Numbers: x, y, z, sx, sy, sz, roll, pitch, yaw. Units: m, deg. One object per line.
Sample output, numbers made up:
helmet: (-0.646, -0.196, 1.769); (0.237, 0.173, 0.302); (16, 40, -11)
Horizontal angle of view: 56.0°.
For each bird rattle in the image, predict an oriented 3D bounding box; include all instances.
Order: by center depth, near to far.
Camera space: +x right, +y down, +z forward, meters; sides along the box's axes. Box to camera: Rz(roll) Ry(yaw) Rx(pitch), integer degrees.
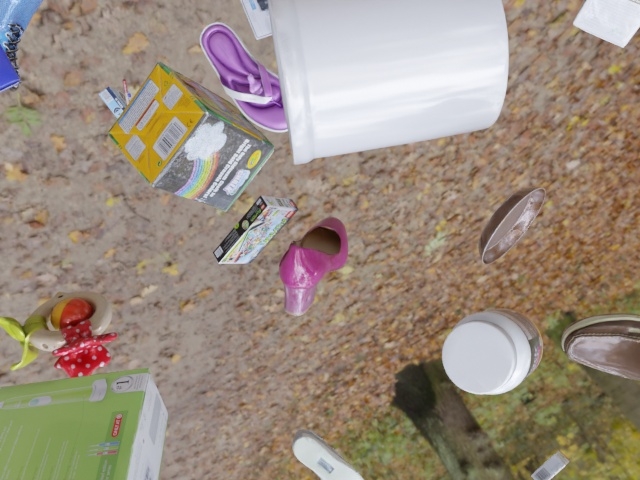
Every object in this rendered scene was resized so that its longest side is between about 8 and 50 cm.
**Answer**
bird rattle: (-0.500, 0.164, 1.180); (0.253, 0.207, 0.143); (-4, 122, 19)

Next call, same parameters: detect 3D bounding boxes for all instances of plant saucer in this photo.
plant saucer: (0.335, -0.030, 1.073); (0.168, 0.029, 0.168); (-36, 151, -24)

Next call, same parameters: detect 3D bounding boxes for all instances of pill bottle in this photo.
pill bottle: (0.345, 0.220, 1.206); (0.162, 0.162, 0.278); (-41, 160, 20)

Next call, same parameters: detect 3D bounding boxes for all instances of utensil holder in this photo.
utensil holder: (0.113, -0.331, 1.135); (0.385, 0.328, 0.328); (-8, 149, -3)

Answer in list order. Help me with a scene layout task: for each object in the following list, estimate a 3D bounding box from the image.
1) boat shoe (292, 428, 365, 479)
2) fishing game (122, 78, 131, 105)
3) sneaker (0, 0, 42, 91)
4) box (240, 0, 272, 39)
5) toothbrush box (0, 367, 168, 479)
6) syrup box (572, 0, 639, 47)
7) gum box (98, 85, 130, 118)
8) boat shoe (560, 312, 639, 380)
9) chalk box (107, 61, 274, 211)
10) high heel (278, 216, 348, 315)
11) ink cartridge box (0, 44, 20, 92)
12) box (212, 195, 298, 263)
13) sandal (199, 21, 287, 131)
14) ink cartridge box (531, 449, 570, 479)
boat shoe: (0.026, 0.519, 1.393); (0.079, 0.227, 0.081); (-44, -174, 3)
fishing game: (-0.420, -0.249, 1.457); (0.041, 0.264, 0.189); (-28, 163, -21)
sneaker: (-0.673, -0.391, 1.266); (0.330, 0.147, 0.130); (-52, 178, 9)
box: (-0.067, -0.676, 1.627); (0.289, 0.087, 0.169); (-12, 124, 14)
toothbrush box: (-0.374, 0.307, 0.834); (0.283, 0.206, 0.122); (-7, 127, -1)
syrup box: (0.478, -0.416, 0.885); (0.093, 0.096, 0.237); (-58, 172, -26)
gum box: (-0.570, -0.375, 1.790); (0.041, 0.157, 0.184); (-36, -169, 3)
boat shoe: (0.486, 0.169, 0.865); (0.257, 0.095, 0.095); (3, 118, 11)
chalk box: (-0.233, -0.191, 1.212); (0.180, 0.179, 0.289); (-49, 153, 11)
high heel: (0.000, 0.000, 1.425); (0.127, 0.377, 0.181); (11, 125, 7)
ink cartridge box: (-0.553, -0.259, 0.697); (0.269, 0.151, 0.396); (-10, 119, 20)
box: (-0.157, -0.023, 1.449); (0.114, 0.036, 0.207); (2, 138, -52)
sandal: (-0.232, -0.498, 1.871); (0.169, 0.416, 0.102); (-44, -178, 11)
ink cartridge box: (0.446, 0.436, 1.162); (0.063, 0.029, 0.115); (-48, 153, 11)
